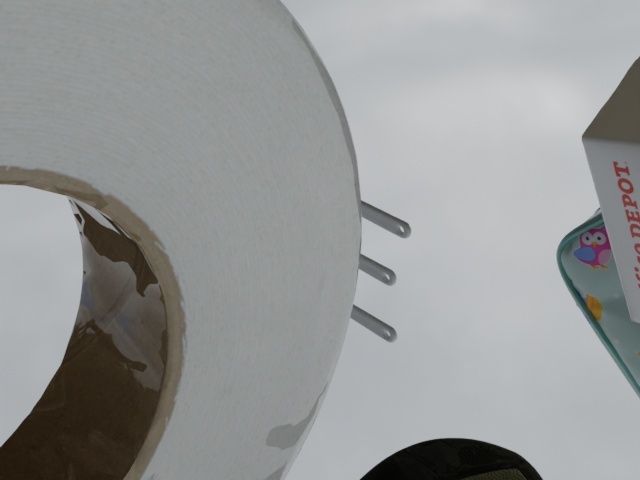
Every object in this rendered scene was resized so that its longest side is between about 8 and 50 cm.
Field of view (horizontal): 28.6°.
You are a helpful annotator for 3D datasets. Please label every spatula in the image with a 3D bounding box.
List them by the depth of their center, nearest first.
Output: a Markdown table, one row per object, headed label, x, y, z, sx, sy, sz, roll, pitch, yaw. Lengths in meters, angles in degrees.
| label | x | y | z | sx | sy | sz | roll | pitch | yaw |
| --- | --- | --- | --- | --- | --- | --- | --- | --- | --- |
| spatula | 0.000 | 0.000 | 1.284 | 0.019 | 0.168 | 0.242 | -21 | -142 | -40 |

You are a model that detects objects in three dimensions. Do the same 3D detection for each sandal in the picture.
| label | x | y | z | sx | sy | sz | roll | pitch | yaw |
| --- | --- | --- | --- | --- | --- | --- | --- | --- | --- |
| sandal | 0.054 | 0.250 | 0.981 | 0.303 | 0.120 | 0.086 | -37 | 148 | 27 |

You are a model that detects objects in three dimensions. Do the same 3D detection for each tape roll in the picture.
| label | x | y | z | sx | sy | sz | roll | pitch | yaw |
| --- | --- | --- | --- | --- | --- | --- | --- | --- | --- |
| tape roll | -0.152 | 0.056 | 0.442 | 0.392 | 0.392 | 0.072 | -26 | -135 | -30 |

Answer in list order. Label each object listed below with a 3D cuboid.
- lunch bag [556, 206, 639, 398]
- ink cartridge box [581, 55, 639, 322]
| label | x | y | z | sx | sy | sz | roll | pitch | yaw |
| --- | --- | --- | --- | --- | --- | --- | --- | --- | --- |
| lunch bag | 0.350 | 0.059 | 1.106 | 0.108 | 0.279 | 0.224 | -33 | -179 | -43 |
| ink cartridge box | 0.242 | -0.013 | 0.621 | 0.190 | 0.140 | 0.082 | 10 | -131 | 39 |
